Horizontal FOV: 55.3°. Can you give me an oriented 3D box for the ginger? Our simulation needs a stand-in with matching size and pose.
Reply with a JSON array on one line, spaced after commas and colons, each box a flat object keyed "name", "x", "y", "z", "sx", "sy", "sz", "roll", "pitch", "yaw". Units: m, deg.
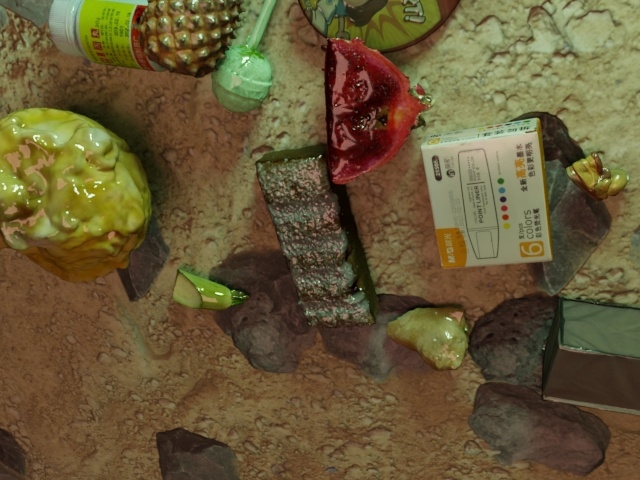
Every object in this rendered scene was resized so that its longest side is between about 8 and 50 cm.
[{"name": "ginger", "x": 0.238, "y": 0.234, "z": 1.376, "sx": 0.193, "sy": 0.123, "sz": 0.115, "roll": -10, "pitch": 135, "yaw": 29}]

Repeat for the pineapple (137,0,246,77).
[{"name": "pineapple", "x": -0.189, "y": -0.463, "z": 1.048, "sx": 0.175, "sy": 0.175, "sz": 0.361, "roll": 28, "pitch": 110, "yaw": 2}]

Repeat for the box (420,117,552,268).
[{"name": "box", "x": 0.324, "y": -0.083, "z": 1.177, "sx": 0.220, "sy": 0.091, "sz": 0.274, "roll": -7, "pitch": 115, "yaw": 23}]

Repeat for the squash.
[{"name": "squash", "x": -0.278, "y": 0.134, "z": 1.510, "sx": 0.200, "sy": 0.075, "sz": 0.090, "roll": 13, "pitch": 96, "yaw": 10}]

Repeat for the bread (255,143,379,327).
[{"name": "bread", "x": 0.000, "y": 0.000, "z": 1.321, "sx": 0.165, "sy": 0.113, "sz": 0.417, "roll": -9, "pitch": 114, "yaw": 21}]

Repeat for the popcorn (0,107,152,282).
[{"name": "popcorn", "x": -0.548, "y": -0.109, "z": 1.326, "sx": 0.344, "sy": 0.354, "sz": 0.390, "roll": -25, "pitch": 153, "yaw": 7}]

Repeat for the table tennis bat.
[{"name": "table tennis bat", "x": 0.152, "y": -0.466, "z": 1.033, "sx": 0.414, "sy": 0.051, "sz": 0.268, "roll": -11, "pitch": 125, "yaw": 21}]

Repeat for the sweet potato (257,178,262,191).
[{"name": "sweet potato", "x": -0.118, "y": -0.123, "z": 1.336, "sx": 0.034, "sy": 0.034, "sz": 0.095, "roll": -18, "pitch": 114, "yaw": 26}]

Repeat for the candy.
[{"name": "candy", "x": -0.095, "y": -0.441, "z": 1.123, "sx": 0.119, "sy": 0.119, "sz": 0.440, "roll": 27, "pitch": 116, "yaw": 3}]

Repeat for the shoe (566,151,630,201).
[{"name": "shoe", "x": 0.505, "y": -0.113, "z": 1.110, "sx": 0.109, "sy": 0.072, "sz": 0.069, "roll": 38, "pitch": 128, "yaw": -5}]

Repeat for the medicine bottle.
[{"name": "medicine bottle", "x": -0.399, "y": -0.414, "z": 1.203, "sx": 0.225, "sy": 0.139, "sz": 0.139, "roll": 11, "pitch": 121, "yaw": 12}]

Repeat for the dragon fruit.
[{"name": "dragon fruit", "x": 0.102, "y": -0.246, "z": 1.138, "sx": 0.211, "sy": 0.134, "sz": 0.262, "roll": 3, "pitch": 114, "yaw": 1}]

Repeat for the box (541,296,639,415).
[{"name": "box", "x": 0.583, "y": 0.229, "z": 1.211, "sx": 0.252, "sy": 0.188, "sz": 0.153, "roll": 9, "pitch": 121, "yaw": 16}]
